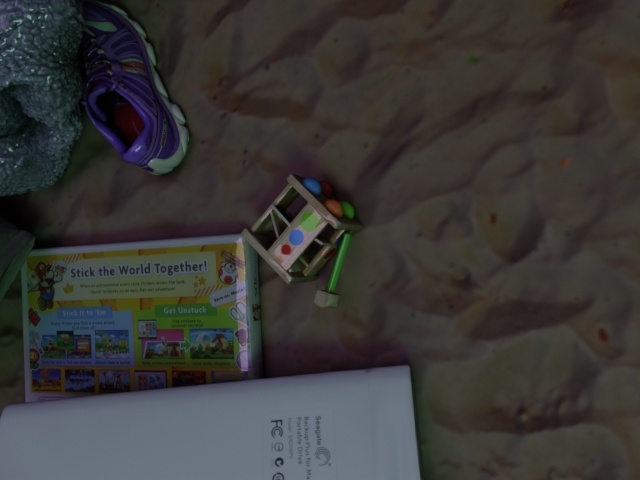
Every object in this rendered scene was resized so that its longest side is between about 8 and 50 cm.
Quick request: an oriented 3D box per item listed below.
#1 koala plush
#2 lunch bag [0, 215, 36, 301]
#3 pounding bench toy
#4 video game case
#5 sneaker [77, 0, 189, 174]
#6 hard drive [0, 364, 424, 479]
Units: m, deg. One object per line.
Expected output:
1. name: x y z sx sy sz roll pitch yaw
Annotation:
1. koala plush: -0.301 -0.140 0.530 0.203 0.221 0.196 -28 74 57
2. lunch bag: -0.421 0.059 0.606 0.235 0.169 0.287 35 120 -7
3. pounding bench toy: 0.000 0.000 0.529 0.083 0.052 0.065 46 105 17
4. video game case: -0.151 0.104 0.604 0.227 0.026 0.206 -4 88 23
5. sneaker: -0.167 -0.131 0.590 0.068 0.071 0.170 -39 75 17
6. hard drive: -0.081 0.200 0.496 0.308 0.040 0.203 -8 63 10
